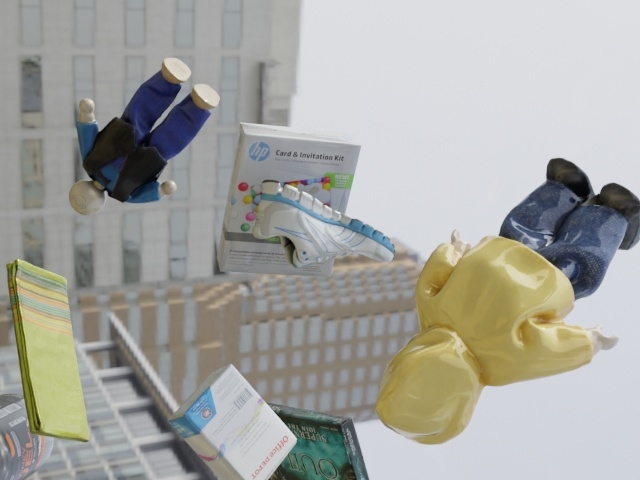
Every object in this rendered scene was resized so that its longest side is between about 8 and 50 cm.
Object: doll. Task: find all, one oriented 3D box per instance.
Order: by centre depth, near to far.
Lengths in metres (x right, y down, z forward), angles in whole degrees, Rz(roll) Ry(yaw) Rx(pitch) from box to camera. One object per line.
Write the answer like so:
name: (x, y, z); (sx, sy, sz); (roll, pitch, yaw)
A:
doll: (-0.188, -0.096, 1.005); (0.189, 0.129, 0.046); (-45, -170, 22)

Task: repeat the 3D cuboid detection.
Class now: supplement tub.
supplement tub: (-0.421, 0.264, 1.267); (0.190, 0.117, 0.117); (-23, 110, -82)

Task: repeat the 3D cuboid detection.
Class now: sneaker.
sneaker: (0.000, 0.000, 1.185); (0.071, 0.190, 0.083); (11, -101, 64)

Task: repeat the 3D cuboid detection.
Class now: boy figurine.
boy figurine: (0.159, 0.060, 0.846); (0.177, 0.285, 0.092); (30, -23, 32)

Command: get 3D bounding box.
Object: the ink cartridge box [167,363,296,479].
ink cartridge box: (-0.100, 0.218, 1.160); (0.122, 0.088, 0.052); (50, -38, -7)

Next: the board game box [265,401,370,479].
board game box: (-0.016, 0.278, 1.313); (0.186, 0.026, 0.126); (0, -68, 46)

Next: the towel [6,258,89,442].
towel: (-0.347, 0.140, 1.301); (0.021, 0.102, 0.237); (-28, -118, 22)

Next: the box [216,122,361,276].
box: (-0.040, -0.046, 1.227); (0.038, 0.145, 0.186); (-116, -145, -57)
